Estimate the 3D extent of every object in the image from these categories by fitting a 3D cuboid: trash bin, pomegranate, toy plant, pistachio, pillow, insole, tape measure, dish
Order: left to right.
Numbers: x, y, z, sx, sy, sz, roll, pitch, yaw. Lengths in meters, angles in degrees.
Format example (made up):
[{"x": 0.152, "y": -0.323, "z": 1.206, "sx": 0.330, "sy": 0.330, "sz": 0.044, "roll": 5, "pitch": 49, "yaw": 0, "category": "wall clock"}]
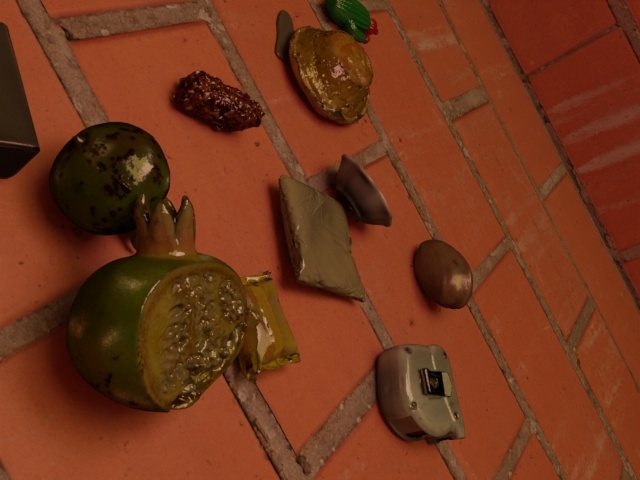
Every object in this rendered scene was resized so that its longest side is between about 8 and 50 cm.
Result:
[{"x": -0.572, "y": -0.235, "z": 1.134, "sx": 0.164, "sy": 0.122, "sz": 0.240, "roll": -2, "pitch": 69, "yaw": -50, "category": "trash bin"}, {"x": -0.358, "y": -0.093, "z": 1.257, "sx": 0.263, "sy": 0.211, "sz": 0.211, "roll": 61, "pitch": 28, "yaw": -48, "category": "pomegranate"}, {"x": -0.283, "y": 0.100, "z": 1.175, "sx": 0.310, "sy": 0.216, "sz": 0.358, "roll": -11, "pitch": 100, "yaw": -57, "category": "pomegranate"}, {"x": -0.101, "y": -0.574, "z": 1.982, "sx": 0.063, "sy": 0.010, "sz": 0.192, "roll": 31, "pitch": 48, "yaw": -35, "category": "insole"}, {"x": 0.000, "y": 0.001, "z": 1.721, "sx": 0.274, "sy": 0.076, "sz": 0.280, "roll": 23, "pitch": 49, "yaw": -51, "category": "pillow"}, {"x": 0.107, "y": -0.701, "z": 2.244, "sx": 0.240, "sy": 0.088, "sz": 0.154, "roll": 40, "pitch": 41, "yaw": -35, "category": "toy plant"}, {"x": 0.095, "y": -0.113, "z": 1.858, "sx": 0.229, "sy": 0.081, "sz": 0.229, "roll": 54, "pitch": -6, "yaw": 9, "category": "dish"}, {"x": 0.255, "y": 0.382, "z": 1.764, "sx": 0.246, "sy": 0.125, "sz": 0.243, "roll": 13, "pitch": 60, "yaw": -47, "category": "tape measure"}, {"x": 0.354, "y": 0.095, "z": 2.042, "sx": 0.138, "sy": 0.153, "sz": 0.238, "roll": 35, "pitch": 18, "yaw": -47, "category": "pistachio"}]

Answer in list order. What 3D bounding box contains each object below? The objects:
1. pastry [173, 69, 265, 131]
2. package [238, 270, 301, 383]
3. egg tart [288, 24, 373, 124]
[{"x": -0.229, "y": -0.309, "z": 1.602, "sx": 0.208, "sy": 0.097, "sz": 0.115, "roll": 18, "pitch": 52, "yaw": -41, "category": "pastry"}, {"x": -0.130, "y": 0.171, "z": 1.452, "sx": 0.168, "sy": 0.090, "sz": 0.226, "roll": -10, "pitch": 75, "yaw": -49, "category": "package"}, {"x": 0.049, "y": -0.484, "z": 2.004, "sx": 0.341, "sy": 0.132, "sz": 0.341, "roll": 31, "pitch": 46, "yaw": -39, "category": "egg tart"}]
